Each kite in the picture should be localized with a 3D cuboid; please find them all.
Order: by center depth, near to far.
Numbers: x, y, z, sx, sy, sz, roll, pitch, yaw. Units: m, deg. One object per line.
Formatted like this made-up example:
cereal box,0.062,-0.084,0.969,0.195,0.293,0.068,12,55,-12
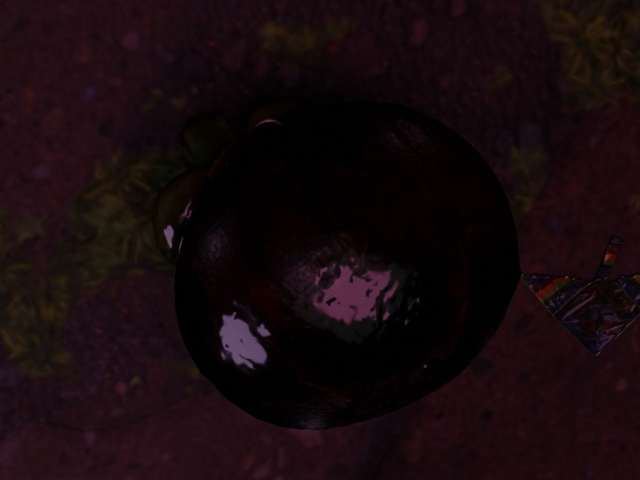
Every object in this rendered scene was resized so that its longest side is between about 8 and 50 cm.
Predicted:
kite,0.193,0.040,1.198,0.122,0.004,0.090,3,109,-15

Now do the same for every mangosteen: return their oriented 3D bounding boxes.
mangosteen,0.011,0.003,1.048,0.216,0.216,0.216,-4,110,-12
